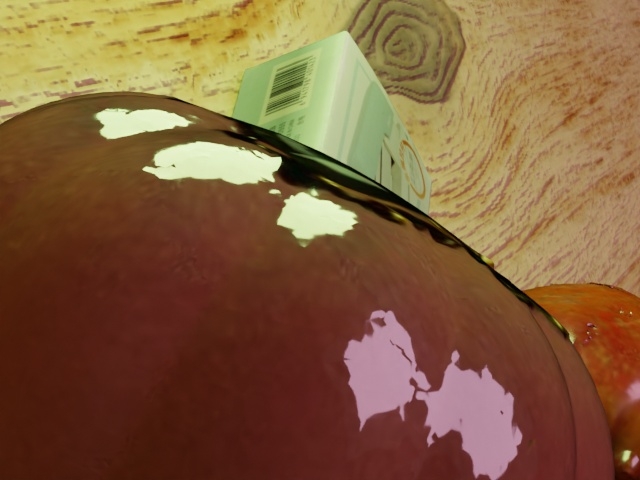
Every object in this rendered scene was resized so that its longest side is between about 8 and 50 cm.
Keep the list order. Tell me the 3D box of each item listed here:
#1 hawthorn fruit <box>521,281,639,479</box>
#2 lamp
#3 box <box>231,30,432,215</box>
[{"bbox_3d":[0.171,0.118,1.341,0.211,0.211,0.299,61,12,-23],"label":"hawthorn fruit"},{"bbox_3d":[-0.040,0.080,0.772,0.305,0.240,0.305,28,1,0],"label":"lamp"},{"bbox_3d":[0.000,0.000,1.178,0.135,0.079,0.269,59,23,-27],"label":"box"}]
